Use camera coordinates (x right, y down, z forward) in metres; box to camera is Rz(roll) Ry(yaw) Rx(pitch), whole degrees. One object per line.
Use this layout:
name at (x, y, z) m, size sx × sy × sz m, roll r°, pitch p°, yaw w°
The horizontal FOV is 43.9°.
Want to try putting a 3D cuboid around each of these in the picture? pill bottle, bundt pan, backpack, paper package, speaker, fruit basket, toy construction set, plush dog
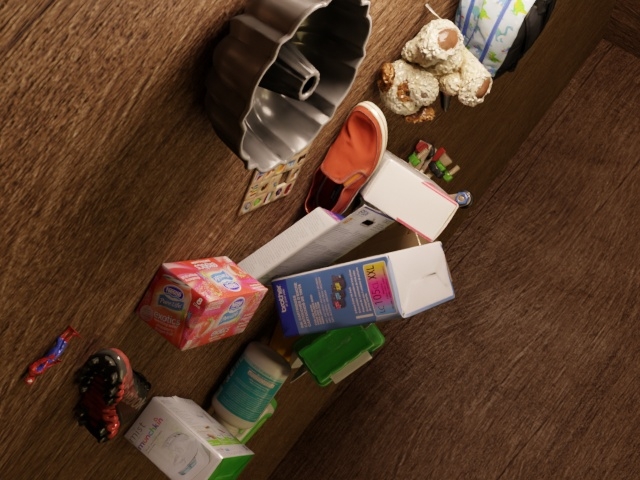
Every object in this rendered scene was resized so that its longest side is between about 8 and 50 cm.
pill bottle at (-0.209, 0.427, 2.239) m, size 0.264 × 0.146 × 0.146 m, roll -56°, pitch 163°, yaw 5°
bundt pan at (-0.065, -0.277, 1.273) m, size 0.331 × 0.124 × 0.331 m, roll -49°, pitch 163°, yaw -20°
backpack at (0.459, -0.579, 1.943) m, size 0.290 × 0.273 × 0.355 m, roll -51°, pitch -175°, yaw -1°
paper package at (0.208, 0.089, 2.400) m, size 0.310 × 0.168 × 0.325 m, roll -20°, pitch 166°, yaw 15°
speaker at (-0.268, 0.573, 2.407) m, size 0.296 × 0.131 × 0.131 m, roll -45°, pitch 161°, yaw -27°
fruit basket at (0.066, 0.302, 2.316) m, size 0.327 × 0.165 × 0.353 m, roll -36°, pitch 171°, yaw 3°
toy construction set at (0.315, -0.161, 2.483) m, size 0.237 × 0.257 × 0.309 m, roll -41°, pitch -169°, yaw 19°
plush dog at (0.232, -0.391, 1.838) m, size 0.225 × 0.210 × 0.262 m, roll -42°, pitch 137°, yaw 10°

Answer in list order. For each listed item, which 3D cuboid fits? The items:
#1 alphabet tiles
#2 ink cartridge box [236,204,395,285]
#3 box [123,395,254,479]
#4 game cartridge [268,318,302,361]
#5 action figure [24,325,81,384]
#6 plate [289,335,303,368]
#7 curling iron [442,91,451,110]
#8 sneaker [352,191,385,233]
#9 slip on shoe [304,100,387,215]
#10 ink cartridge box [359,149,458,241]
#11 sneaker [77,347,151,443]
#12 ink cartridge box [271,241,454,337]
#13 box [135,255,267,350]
alphabet tiles at (-0.077, -0.170, 1.655) m, size 0.198 × 0.009 × 0.237 m, roll -29°, pitch 150°, yaw -54°
ink cartridge box at (0.000, 0.000, 1.911) m, size 0.330 × 0.071 × 0.324 m, roll -35°, pitch 166°, yaw 12°
box at (-0.314, 0.500, 1.947) m, size 0.126 × 0.231 × 0.262 m, roll -53°, pitch 164°, yaw -3°
game cartridge at (-0.055, 0.262, 2.517) m, size 0.324 × 0.053 × 0.285 m, roll -33°, pitch 154°, yaw -45°
action figure at (-0.451, 0.196, 1.330) m, size 0.115 × 0.030 × 0.038 m, roll -46°, pitch 167°, yaw -18°
plate at (0.010, 0.285, 2.567) m, size 0.277 × 0.045 × 0.278 m, roll -56°, pitch 163°, yaw 6°
curling iron at (0.375, -0.444, 2.295) m, size 0.068 × 0.035 × 0.274 m, roll -50°, pitch 163°, yaw -14°
sneaker at (0.161, -0.115, 2.263) m, size 0.118 × 0.110 × 0.292 m, roll -56°, pitch 166°, yaw -24°
slip on shoe at (0.056, -0.173, 1.836) m, size 0.101 × 0.123 × 0.331 m, roll -28°, pitch 155°, yaw -48°
ink cartridge box at (0.201, -0.126, 1.973) m, size 0.117 × 0.207 × 0.283 m, roll -57°, pitch -168°, yaw 10°
sneaker at (-0.392, 0.276, 1.528) m, size 0.135 × 0.098 × 0.276 m, roll -39°, pitch 160°, yaw -39°
ink cartridge box at (0.075, 0.120, 1.876) m, size 0.395 × 0.151 × 0.270 m, roll -12°, pitch 179°, yaw 35°
box at (-0.232, 0.120, 1.598) m, size 0.122 × 0.128 × 0.257 m, roll -58°, pitch 162°, yaw 14°
